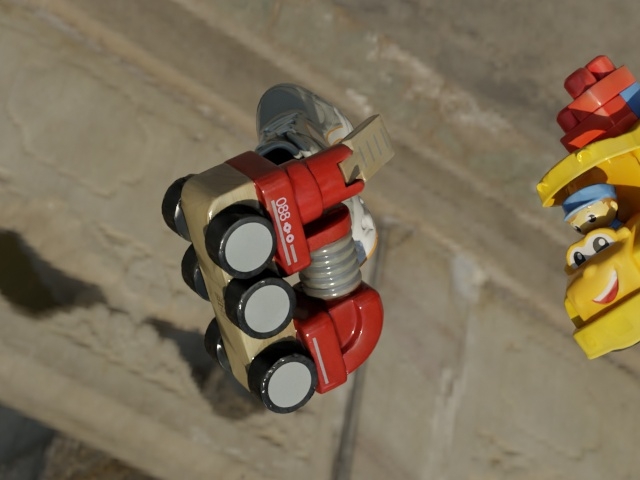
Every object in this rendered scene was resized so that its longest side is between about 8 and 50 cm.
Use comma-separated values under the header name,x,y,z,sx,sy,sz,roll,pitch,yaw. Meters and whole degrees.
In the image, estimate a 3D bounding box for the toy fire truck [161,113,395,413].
name,x,y,z,sx,sy,sz,roll,pitch,yaw
toy fire truck,0.000,0.000,1.343,0.246,0.158,0.217,-26,120,-20

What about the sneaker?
name,x,y,z,sx,sy,sz,roll,pitch,yaw
sneaker,-0.024,-0.084,1.466,0.099,0.262,0.121,-35,133,13

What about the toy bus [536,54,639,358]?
name,x,y,z,sx,sy,sz,roll,pitch,yaw
toy bus,0.256,-0.041,1.231,0.211,0.220,0.149,52,141,0
